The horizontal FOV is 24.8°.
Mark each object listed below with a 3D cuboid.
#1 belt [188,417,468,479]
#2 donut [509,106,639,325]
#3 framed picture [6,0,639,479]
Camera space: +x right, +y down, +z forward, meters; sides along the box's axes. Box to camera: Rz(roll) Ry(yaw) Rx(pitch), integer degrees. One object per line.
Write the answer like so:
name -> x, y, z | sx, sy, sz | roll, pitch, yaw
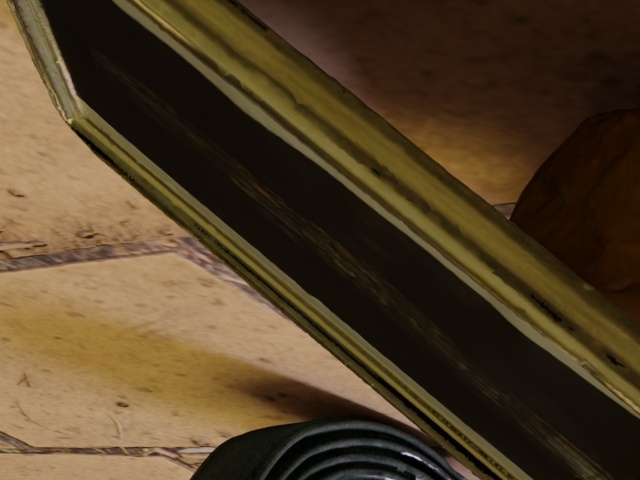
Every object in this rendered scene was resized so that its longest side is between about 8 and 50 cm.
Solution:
belt -> 0.019, 0.230, 0.984 | 0.268, 0.206, 0.116 | 20, 160, -33
donut -> 0.210, 0.064, 0.520 | 0.330, 0.160, 0.330 | 32, 173, 4
framed picture -> 0.000, 0.000, 0.467 | 0.293, 0.018, 0.231 | 39, 166, 12
